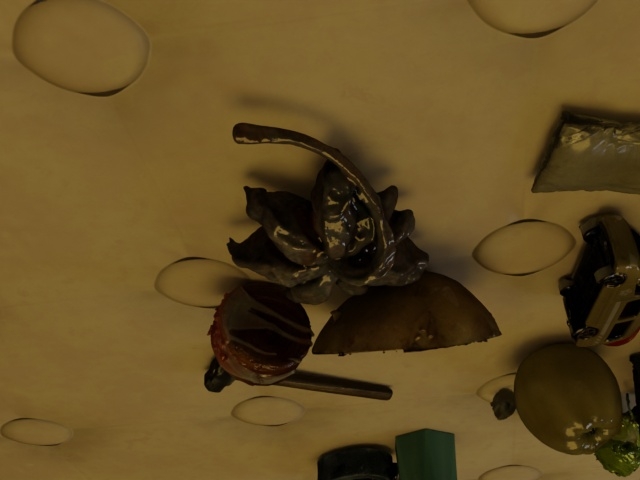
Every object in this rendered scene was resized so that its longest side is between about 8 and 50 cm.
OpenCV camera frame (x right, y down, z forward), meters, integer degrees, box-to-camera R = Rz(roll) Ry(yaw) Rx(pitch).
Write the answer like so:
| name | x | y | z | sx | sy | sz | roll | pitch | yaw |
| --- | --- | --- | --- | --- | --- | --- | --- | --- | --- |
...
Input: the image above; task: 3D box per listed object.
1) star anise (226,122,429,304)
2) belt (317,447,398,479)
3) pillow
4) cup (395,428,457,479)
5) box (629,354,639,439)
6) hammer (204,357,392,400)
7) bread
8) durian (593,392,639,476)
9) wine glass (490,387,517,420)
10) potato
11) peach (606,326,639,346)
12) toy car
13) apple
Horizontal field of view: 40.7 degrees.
| name | x | y | z | sx | sy | sz | roll | pitch | yaw |
| --- | --- | --- | --- | --- | --- | --- | --- | --- | --- |
| star anise | 0.000 | 0.000 | 1.154 | 0.359 | 0.139 | 0.316 | 15 | 135 | -22 |
| belt | 0.082 | 0.527 | 1.956 | 0.190 | 0.082 | 0.141 | -22 | 137 | 28 |
| pillow | 0.396 | -0.103 | 1.103 | 0.229 | 0.050 | 0.148 | 3 | 151 | -6 |
| cup | 0.239 | 0.541 | 1.852 | 0.148 | 0.236 | 0.134 | -26 | 140 | 27 |
| box | 0.748 | 0.341 | 1.532 | 0.345 | 0.251 | 0.204 | -8 | 139 | 21 |
| hammer | -0.030 | 0.263 | 1.619 | 0.365 | 0.044 | 0.111 | 12 | 142 | -22 |
| bread | -0.093 | 0.144 | 1.339 | 0.160 | 0.161 | 0.073 | 10 | 143 | -16 |
| durian | 0.626 | 0.424 | 1.814 | 0.106 | 0.132 | 0.375 | -29 | 147 | -4 |
| wine glass | 0.428 | 0.354 | 1.747 | 0.198 | 0.066 | 0.066 | 26 | 136 | -37 |
| potato | 0.116 | 0.110 | 1.306 | 0.299 | 0.116 | 0.239 | -11 | 179 | 40 |
| peach | 0.492 | 0.143 | 1.444 | 0.098 | 0.062 | 0.098 | 1 | 152 | 0 |
| toy car | 0.441 | 0.061 | 1.293 | 0.124 | 0.101 | 0.257 | -5 | 147 | -3 |
| apple | 0.442 | 0.279 | 1.539 | 0.199 | 0.200 | 0.200 | -1 | 145 | -1 |
